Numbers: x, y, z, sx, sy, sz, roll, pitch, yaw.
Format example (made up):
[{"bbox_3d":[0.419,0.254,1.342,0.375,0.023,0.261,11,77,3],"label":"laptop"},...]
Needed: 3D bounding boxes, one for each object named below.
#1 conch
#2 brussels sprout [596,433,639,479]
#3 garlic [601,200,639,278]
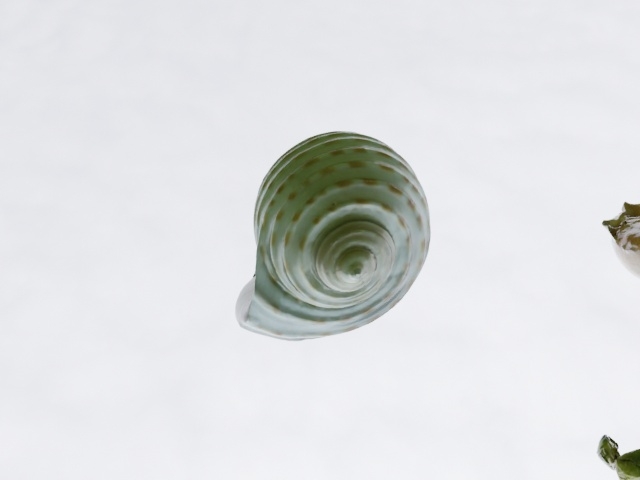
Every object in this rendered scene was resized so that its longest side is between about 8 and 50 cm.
[{"bbox_3d":[0.005,0.004,0.516,0.102,0.153,0.135,36,-82,3],"label":"conch"},{"bbox_3d":[0.385,0.279,1.126,0.051,0.046,0.083,-28,-157,-30],"label":"brussels sprout"},{"bbox_3d":[0.712,-0.039,1.700,0.313,0.286,0.249,-22,-113,33],"label":"garlic"}]
